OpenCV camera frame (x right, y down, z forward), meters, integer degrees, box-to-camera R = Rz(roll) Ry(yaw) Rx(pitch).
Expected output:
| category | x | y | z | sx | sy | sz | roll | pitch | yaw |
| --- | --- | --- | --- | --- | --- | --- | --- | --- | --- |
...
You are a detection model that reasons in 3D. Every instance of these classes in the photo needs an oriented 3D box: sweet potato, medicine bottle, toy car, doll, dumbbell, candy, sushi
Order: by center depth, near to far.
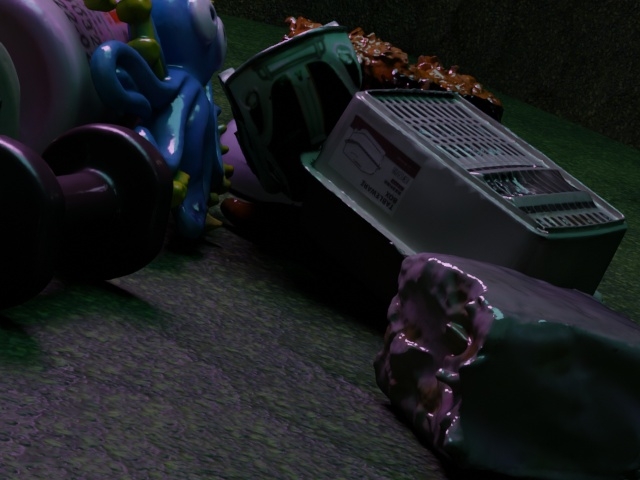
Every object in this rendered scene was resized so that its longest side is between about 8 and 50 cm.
| category | x | y | z | sx | sy | sz | roll | pitch | yaw |
| --- | --- | --- | --- | --- | --- | --- | --- | --- | --- |
| candy | 0.157 | 0.103 | 1.203 | 0.195 | 0.137 | 0.185 | 13 | 13 | -24 |
| dumbbell | -0.224 | -0.024 | 1.259 | 0.124 | 0.140 | 0.225 | 16 | 13 | 19 |
| doll | -0.144 | -0.160 | 1.587 | 0.099 | 0.341 | 0.346 | -16 | -23 | 12 |
| toy car | -0.013 | -0.118 | 1.606 | 0.136 | 0.125 | 0.306 | -25 | -13 | -5 |
| sweet potato | 0.001 | 0.000 | 1.629 | 0.265 | 0.057 | 0.057 | 26 | 16 | 34 |
| medicine bottle | -0.302 | -0.176 | 1.630 | 0.219 | 0.219 | 0.388 | 18 | 13 | 6 |
| sushi | 0.098 | -0.186 | 2.229 | 0.349 | 0.207 | 0.234 | 16 | 5 | -13 |

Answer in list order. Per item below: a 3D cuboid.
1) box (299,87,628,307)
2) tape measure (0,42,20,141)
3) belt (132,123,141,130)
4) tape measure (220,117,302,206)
| category | x | y | z | sx | sy | sz | roll | pitch | yaw |
| --- | --- | --- | --- | --- | --- | --- | --- | --- | --- |
| box | 0.135 | -0.017 | 1.494 | 0.290 | 0.166 | 0.220 | 41 | 28 | 29 |
| tape measure | -0.338 | -0.092 | 1.249 | 0.115 | 0.207 | 0.235 | 11 | 8 | 23 |
| belt | -0.309 | -0.173 | 1.920 | 0.190 | 0.082 | 0.141 | 9 | 12 | -26 |
| tape measure | -0.034 | -0.100 | 1.908 | 0.196 | 0.105 | 0.178 | 19 | 13 | 8 |
